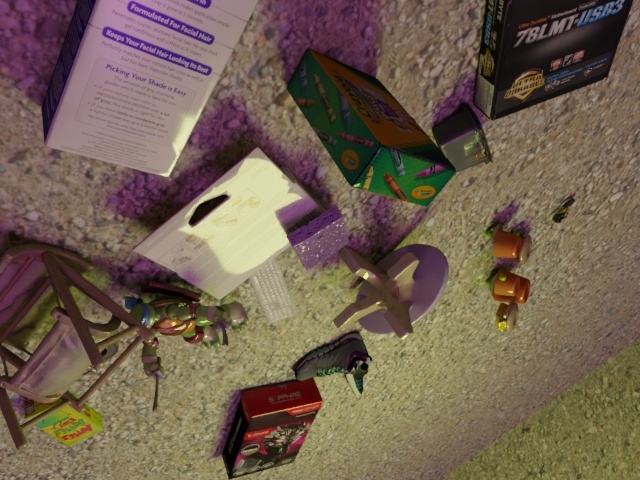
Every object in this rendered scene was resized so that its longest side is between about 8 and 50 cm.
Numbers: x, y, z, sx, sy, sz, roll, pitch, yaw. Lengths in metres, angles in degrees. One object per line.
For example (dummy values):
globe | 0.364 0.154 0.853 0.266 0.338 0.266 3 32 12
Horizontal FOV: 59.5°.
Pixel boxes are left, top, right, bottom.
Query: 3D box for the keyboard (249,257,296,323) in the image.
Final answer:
keyboard | -0.115 0.116 1.310 0.072 0.014 0.256 -24 140 -8

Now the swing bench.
swing bench | -0.490 0.174 0.998 0.253 0.255 0.165 -44 174 18

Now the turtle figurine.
turtle figurine | -0.258 0.213 1.146 0.266 0.274 0.198 10 107 -63

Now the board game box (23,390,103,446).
board game box | -0.596 0.414 1.310 0.092 0.043 0.181 -25 140 -6

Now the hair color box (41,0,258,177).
hair color box | -0.235 -0.265 0.763 0.185 0.110 0.339 13 127 -38

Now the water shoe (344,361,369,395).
water shoe | 0.118 0.413 1.719 0.080 0.073 0.203 -28 141 -5

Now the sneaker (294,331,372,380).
sneaker | 0.034 0.351 1.581 0.223 0.098 0.083 -32 141 2

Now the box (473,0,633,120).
box | 0.444 -0.404 1.057 0.295 0.073 0.293 -21 141 -12

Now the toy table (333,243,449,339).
toy table | 0.160 0.116 1.324 0.160 0.252 0.274 6 122 -57

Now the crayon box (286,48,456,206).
crayon box | 0.073 -0.183 0.899 0.165 0.278 0.081 10 128 -38

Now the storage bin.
storage bin | 0.296 -0.199 1.171 0.091 0.098 0.135 -26 142 12

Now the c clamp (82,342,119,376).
c clamp | -0.510 0.243 1.199 0.137 0.022 0.161 -25 141 -5

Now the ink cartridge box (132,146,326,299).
ink cartridge box | -0.169 -0.035 1.076 0.296 0.066 0.261 -37 141 8

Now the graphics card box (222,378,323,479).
graphics card box | -0.154 0.579 1.714 0.232 0.094 0.371 -4 135 -29

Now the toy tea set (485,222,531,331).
toy tea set | 0.511 0.086 1.585 0.200 0.124 0.336 -42 133 -42

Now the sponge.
sponge | 0.000 0.000 1.176 0.117 0.031 0.210 -33 164 -4

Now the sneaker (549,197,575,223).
sneaker | 0.683 -0.081 1.566 0.031 0.035 0.083 15 123 -42
